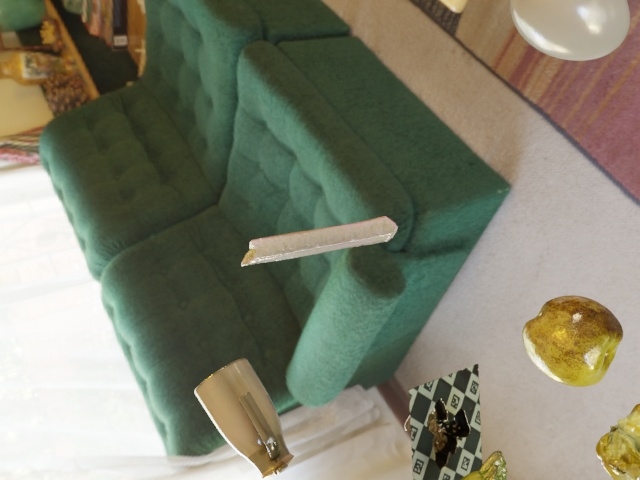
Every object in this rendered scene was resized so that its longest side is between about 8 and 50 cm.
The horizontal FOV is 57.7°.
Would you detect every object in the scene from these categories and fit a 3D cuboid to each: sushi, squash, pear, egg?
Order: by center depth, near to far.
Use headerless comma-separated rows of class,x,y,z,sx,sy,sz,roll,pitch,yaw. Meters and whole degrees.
squash,0.279,0.423,0.983,0.105,0.105,0.132,46,126,39
egg,0.482,-0.441,1.116,0.232,0.176,0.176,25,141,-4
sushi,0.228,0.370,1.123,0.047,0.220,0.231,0,94,49
pear,0.545,0.215,1.276,0.197,0.197,0.197,32,130,48

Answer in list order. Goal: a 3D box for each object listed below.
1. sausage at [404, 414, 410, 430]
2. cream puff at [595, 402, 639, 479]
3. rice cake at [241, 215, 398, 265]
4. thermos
sausage,0.267,0.439,1.538,0.025,0.028,0.198,45,124,32
cream puff,0.521,0.306,0.791,0.221,0.195,0.194,-5,100,64
rice cake,0.000,0.000,1.306,0.072,0.365,0.056,131,129,-73
thermos,-0.117,0.300,0.967,0.193,0.105,0.137,55,153,16
